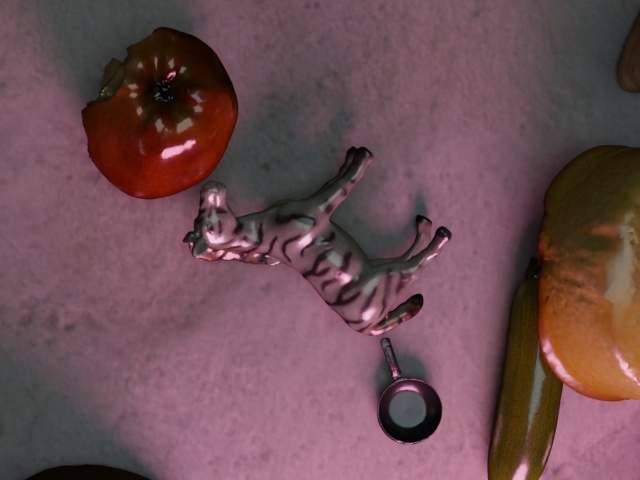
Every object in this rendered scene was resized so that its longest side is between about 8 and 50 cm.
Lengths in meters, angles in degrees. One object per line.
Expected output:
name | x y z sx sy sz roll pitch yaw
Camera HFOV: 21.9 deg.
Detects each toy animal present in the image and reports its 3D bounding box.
toy animal | 0.005 -0.017 1.648 0.255 0.090 0.170 26 92 -7

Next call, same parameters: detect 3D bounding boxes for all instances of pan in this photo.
pan | 0.082 0.152 1.692 0.068 0.023 0.115 -20 98 -7

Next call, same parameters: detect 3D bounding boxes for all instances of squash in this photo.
squash | 0.215 0.145 1.691 0.069 0.069 0.258 8 91 -9

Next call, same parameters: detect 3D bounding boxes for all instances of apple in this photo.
apple | -0.150 -0.118 1.580 0.156 0.158 0.147 -36 99 -11

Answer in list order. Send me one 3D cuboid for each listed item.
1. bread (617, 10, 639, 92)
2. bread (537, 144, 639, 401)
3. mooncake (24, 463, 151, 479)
bread | 0.363 -0.213 1.648 0.060 0.178 0.139 25 90 -8
bread | 0.331 0.033 1.652 0.270 0.148 0.270 -1 92 -32
mooncake | -0.224 0.366 1.588 0.284 0.155 0.284 0 92 -11
